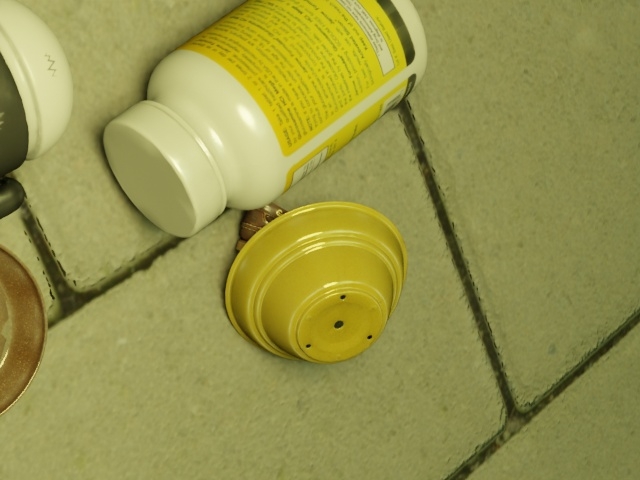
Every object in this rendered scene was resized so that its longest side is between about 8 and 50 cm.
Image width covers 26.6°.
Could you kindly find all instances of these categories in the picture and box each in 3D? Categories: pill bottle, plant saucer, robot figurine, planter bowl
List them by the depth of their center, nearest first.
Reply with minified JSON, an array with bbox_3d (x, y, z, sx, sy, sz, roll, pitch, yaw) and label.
[{"bbox_3d":[-0.359,-0.118,1.220,0.278,0.173,0.209,-30,155,-31],"label":"robot figurine"},{"bbox_3d":[-0.364,0.090,1.322,0.199,0.036,0.198,-6,99,-37],"label":"plant saucer"},{"bbox_3d":[-0.058,-0.153,1.433,0.334,0.188,0.188,-39,117,-28],"label":"pill bottle"},{"bbox_3d":[0.009,0.071,1.508,0.217,0.090,0.217,-10,127,-13],"label":"planter bowl"}]

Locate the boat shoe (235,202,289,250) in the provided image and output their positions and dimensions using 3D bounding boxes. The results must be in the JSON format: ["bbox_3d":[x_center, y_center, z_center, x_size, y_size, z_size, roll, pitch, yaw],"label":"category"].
[{"bbox_3d":[0.000,0.000,1.567,0.207,0.073,0.073,16,88,-38],"label":"boat shoe"}]
